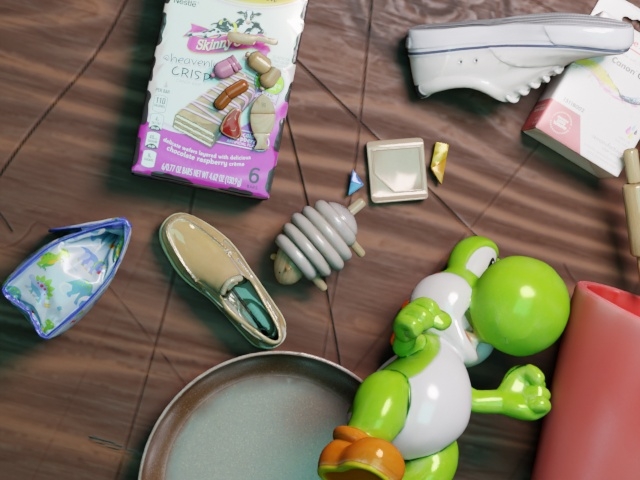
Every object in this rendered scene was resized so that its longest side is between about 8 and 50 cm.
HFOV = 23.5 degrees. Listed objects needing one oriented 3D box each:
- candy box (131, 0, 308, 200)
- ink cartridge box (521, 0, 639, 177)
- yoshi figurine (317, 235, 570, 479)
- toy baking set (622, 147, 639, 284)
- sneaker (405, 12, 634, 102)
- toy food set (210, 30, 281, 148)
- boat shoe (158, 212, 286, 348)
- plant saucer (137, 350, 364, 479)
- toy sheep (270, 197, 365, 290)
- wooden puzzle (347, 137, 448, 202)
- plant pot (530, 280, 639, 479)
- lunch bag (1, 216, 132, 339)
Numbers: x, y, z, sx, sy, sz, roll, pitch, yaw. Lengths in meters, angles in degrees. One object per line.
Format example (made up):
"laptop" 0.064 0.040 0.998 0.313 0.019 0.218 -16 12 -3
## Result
"candy box" -0.113 -0.173 1.720 0.159 0.071 0.233 11 88 -8
"ink cartridge box" 0.336 -0.185 1.784 0.115 0.067 0.198 30 86 -7
"yoshi figurine" 0.154 0.137 1.646 0.203 0.203 0.362 23 56 8
"toy baking set" 0.437 -0.023 1.784 0.196 0.030 0.256 -9 99 -23
"sneaker" 0.225 -0.204 1.739 0.258 0.094 0.091 0 107 21
"toy food set" -0.084 -0.163 1.680 0.078 0.019 0.122 8 97 -10
"boat shoe" -0.104 0.043 1.720 0.190 0.072 0.068 45 85 -5
"plant saucer" -0.051 0.279 1.740 0.310 0.050 0.311 0 89 -7
"toy sheep" 0.000 0.000 1.730 0.132 0.091 0.091 -44 95 -6
"wooden puzzle" 0.089 -0.081 1.778 0.116 0.014 0.079 2 85 -8
"plant pot" 0.364 0.206 1.702 0.275 0.275 0.243 21 97 -7
"lunch bag" -0.265 0.028 1.670 0.151 0.129 0.096 -40 95 -5
